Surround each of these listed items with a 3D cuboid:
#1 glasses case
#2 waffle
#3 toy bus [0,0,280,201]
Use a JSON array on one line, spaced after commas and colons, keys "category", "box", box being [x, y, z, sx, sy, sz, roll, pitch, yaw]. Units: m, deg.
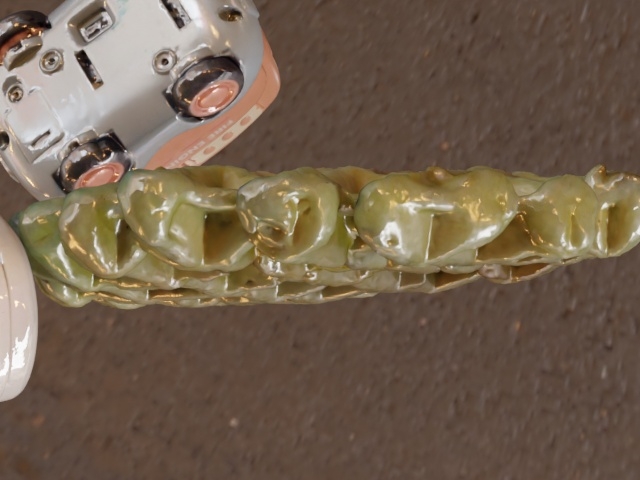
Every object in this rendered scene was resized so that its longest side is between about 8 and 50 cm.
[{"category": "glasses case", "box": [-0.205, 0.012, 0.882, 0.233, 0.059, 0.092, 29, 119, 50]}, {"category": "waffle", "box": [0.000, 0.000, 0.879, 0.309, 0.292, 0.056, -2, 84, -19]}, {"category": "toy bus", "box": [-0.175, -0.149, 1.711, 0.288, 0.232, 0.194, -37, 69, 9]}]
